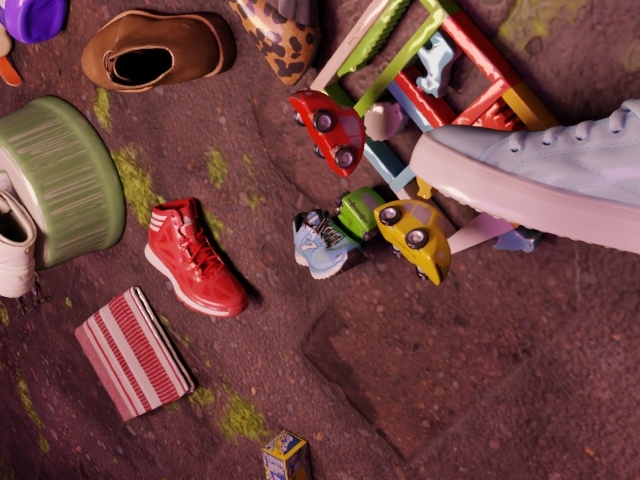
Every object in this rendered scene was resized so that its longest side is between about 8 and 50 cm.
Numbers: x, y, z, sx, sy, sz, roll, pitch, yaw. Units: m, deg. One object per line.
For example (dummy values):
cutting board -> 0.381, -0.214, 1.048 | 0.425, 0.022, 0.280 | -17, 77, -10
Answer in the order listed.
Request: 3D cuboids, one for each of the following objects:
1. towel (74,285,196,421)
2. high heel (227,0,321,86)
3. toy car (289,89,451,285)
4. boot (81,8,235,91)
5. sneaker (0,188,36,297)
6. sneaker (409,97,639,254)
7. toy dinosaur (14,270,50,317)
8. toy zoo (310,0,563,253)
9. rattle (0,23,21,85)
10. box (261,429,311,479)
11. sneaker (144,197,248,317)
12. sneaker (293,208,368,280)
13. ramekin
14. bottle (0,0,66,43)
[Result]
towel -> -0.388, 0.239, 1.420 | 0.329, 0.037, 0.237 | -31, 89, 47
high heel -> -0.118, -0.280, 0.791 | 0.261, 0.093, 0.186 | 14, 117, 27
toy car -> 0.055, -0.047, 0.755 | 0.239, 0.053, 0.225 | 52, 171, 8
boot -> -0.259, -0.250, 0.937 | 0.305, 0.115, 0.112 | 6, 120, 43
sneaker -> -0.585, -0.053, 1.159 | 0.292, 0.108, 0.169 | 38, 135, 6
sneaker -> 0.256, -0.068, 0.542 | 0.366, 0.135, 0.150 | 16, 103, 20
toy dinosaur -> -0.702, 0.109, 1.627 | 0.268, 0.064, 0.118 | -31, 85, 51
toy zoo -> 0.130, -0.110, 0.709 | 0.293, 0.030, 0.192 | 51, 138, 6
rattle -> -0.611, -0.385, 1.229 | 0.143, 0.130, 0.199 | 36, 162, 38
box -> -0.053, 0.413, 1.183 | 0.054, 0.059, 0.169 | 18, 126, 37
sneaker -> -0.196, 0.018, 1.061 | 0.221, 0.087, 0.128 | 31, 134, 25
sneaker -> 0.000, 0.000, 0.844 | 0.162, 0.063, 0.073 | 19, 130, 64
ramekin -> -0.505, -0.093, 1.241 | 0.303, 0.148, 0.303 | 23, 128, 33
bottle -> -0.515, -0.437, 1.083 | 0.283, 0.092, 0.118 | 46, 137, 13
